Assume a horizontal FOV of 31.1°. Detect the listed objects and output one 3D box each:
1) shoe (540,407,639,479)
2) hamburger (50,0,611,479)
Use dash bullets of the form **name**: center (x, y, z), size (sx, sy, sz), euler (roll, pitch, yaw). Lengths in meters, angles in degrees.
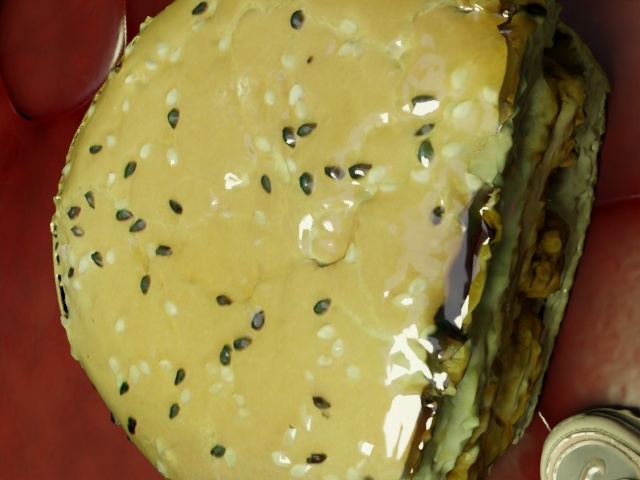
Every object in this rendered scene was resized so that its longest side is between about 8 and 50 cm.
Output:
- **shoe**: center (0.160, 0.166, 0.562), size (0.089, 0.092, 0.180), euler (-46, 64, 23)
- **hamburger**: center (0.000, 0.000, 0.623), size (0.277, 0.195, 0.318), euler (13, 91, 32)
